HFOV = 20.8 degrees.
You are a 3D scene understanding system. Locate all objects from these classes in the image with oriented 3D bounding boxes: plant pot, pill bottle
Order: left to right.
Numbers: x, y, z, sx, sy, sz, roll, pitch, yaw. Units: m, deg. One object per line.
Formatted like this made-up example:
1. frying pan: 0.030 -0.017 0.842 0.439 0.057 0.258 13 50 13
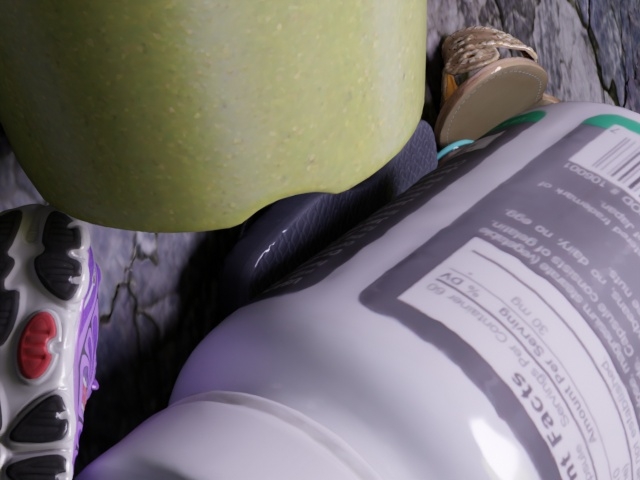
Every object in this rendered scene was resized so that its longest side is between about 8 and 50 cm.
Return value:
1. plant pot: -0.059 -0.153 0.698 0.276 0.276 0.254 -58 145 -50
2. pill bottle: 0.056 0.088 0.826 0.361 0.204 0.204 -35 116 -44

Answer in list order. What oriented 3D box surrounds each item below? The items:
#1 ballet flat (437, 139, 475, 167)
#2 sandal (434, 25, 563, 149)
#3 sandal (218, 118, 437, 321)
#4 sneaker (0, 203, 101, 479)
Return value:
1. ballet flat: 0.154 -0.017 1.228 0.087 0.083 0.247 56 25 19
2. sandal: 0.114 -0.109 1.217 0.079 0.088 0.240 57 14 18
3. sandal: 0.000 0.001 0.977 0.254 0.054 0.097 -39 132 -61
4. sneaker: -0.116 0.070 0.721 0.071 0.068 0.170 61 37 -60
